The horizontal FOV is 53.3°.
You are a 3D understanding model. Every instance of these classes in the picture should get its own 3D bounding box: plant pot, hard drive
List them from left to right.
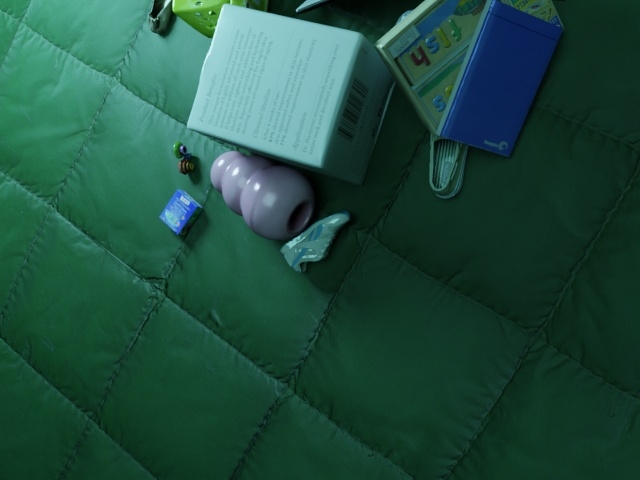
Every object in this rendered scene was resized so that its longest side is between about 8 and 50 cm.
[{"bbox_3d":[-0.267,-0.716,1.811,0.207,0.227,0.228,7,90,16],"label":"plant pot"},{"bbox_3d":[0.422,-0.375,1.507,0.040,0.210,0.319,51,126,60],"label":"hard drive"}]

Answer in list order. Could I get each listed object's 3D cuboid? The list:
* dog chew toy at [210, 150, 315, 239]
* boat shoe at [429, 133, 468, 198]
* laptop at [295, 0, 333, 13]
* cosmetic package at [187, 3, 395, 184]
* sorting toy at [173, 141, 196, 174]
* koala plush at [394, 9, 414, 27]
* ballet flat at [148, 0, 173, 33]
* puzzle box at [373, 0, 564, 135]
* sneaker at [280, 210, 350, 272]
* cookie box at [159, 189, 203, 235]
[{"bbox_3d":[-0.175,-0.141,1.768,0.331,0.206,0.207,34,100,29],"label":"dog chew toy"},{"bbox_3d":[0.330,-0.259,1.613,0.109,0.094,0.303,2,88,22],"label":"boat shoe"},{"bbox_3d":[0.110,-0.805,1.657,0.381,0.408,0.236,-14,116,21],"label":"laptop"},{"bbox_3d":[-0.064,-0.367,1.654,0.393,0.327,0.330,20,95,21],"label":"cosmetic package"},{"bbox_3d":[-0.406,-0.251,1.933,0.042,0.061,0.102,-2,110,22],"label":"sorting toy"},{"bbox_3d":[0.310,-0.509,1.594,0.221,0.203,0.196,-27,52,-9],"label":"koala plush"},{"bbox_3d":[-0.483,-0.769,1.985,0.084,0.058,0.250,23,97,21],"label":"ballet flat"},{"bbox_3d":[0.353,-0.474,1.492,0.409,0.272,0.052,-41,30,1],"label":"puzzle box"},{"bbox_3d":[0.000,0.000,1.750,0.228,0.087,0.092,-36,83,24],"label":"sneaker"},{"bbox_3d":[-0.424,-0.085,1.943,0.092,0.040,0.107,41,103,19],"label":"cookie box"}]
